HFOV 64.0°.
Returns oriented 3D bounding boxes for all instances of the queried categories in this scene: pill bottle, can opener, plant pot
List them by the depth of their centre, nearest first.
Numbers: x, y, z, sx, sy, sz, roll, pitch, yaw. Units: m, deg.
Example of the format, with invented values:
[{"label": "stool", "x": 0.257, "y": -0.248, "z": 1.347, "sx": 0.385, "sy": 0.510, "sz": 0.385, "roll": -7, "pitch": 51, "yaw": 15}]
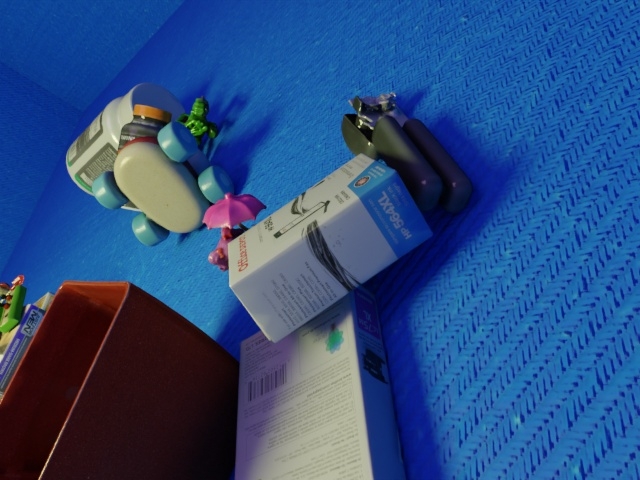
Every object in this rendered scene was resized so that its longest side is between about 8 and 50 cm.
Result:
[{"label": "plant pot", "x": -0.239, "y": 0.221, "z": 0.642, "sx": 0.267, "sy": 0.235, "sz": 0.268, "roll": -5, "pitch": 59, "yaw": 49}, {"label": "can opener", "x": 0.101, "y": -0.115, "z": 0.652, "sx": 0.280, "sy": 0.074, "sz": 0.093, "roll": -114, "pitch": 29, "yaw": -53}, {"label": "pill bottle", "x": -0.420, "y": -0.195, "z": 1.228, "sx": 0.130, "sy": 0.130, "sz": 0.246, "roll": 15, "pitch": 95, "yaw": 54}, {"label": "pill bottle", "x": -0.544, "y": -0.275, "z": 1.440, "sx": 0.360, "sy": 0.204, "sz": 0.204, "roll": -24, "pitch": 46, "yaw": 38}]

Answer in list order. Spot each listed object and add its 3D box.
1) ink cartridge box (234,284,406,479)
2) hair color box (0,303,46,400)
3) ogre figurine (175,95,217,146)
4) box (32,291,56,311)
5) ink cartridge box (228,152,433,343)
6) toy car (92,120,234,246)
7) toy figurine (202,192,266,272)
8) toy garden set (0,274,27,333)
[{"label": "ink cartridge box", "x": -0.009, "y": 0.208, "z": 0.522, "sx": 0.185, "sy": 0.065, "sz": 0.311, "roll": -35, "pitch": 38, "yaw": 28}, {"label": "hair color box", "x": -0.725, "y": 0.264, "z": 1.146, "sx": 0.338, "sy": 0.110, "sz": 0.185, "roll": -13, "pitch": 51, "yaw": 33}, {"label": "ogre figurine", "x": -0.297, "y": -0.259, "z": 1.210, "sx": 0.118, "sy": 0.096, "sz": 0.197, "roll": -92, "pitch": 3, "yaw": -47}, {"label": "box", "x": -0.701, "y": 0.253, "z": 1.305, "sx": 0.114, "sy": 0.103, "sz": 0.203, "roll": -27, "pitch": 44, "yaw": 35}, {"label": "ink cartridge box", "x": 0.000, "y": 0.000, "z": 0.575, "sx": 0.203, "sy": 0.086, "sz": 0.148, "roll": -34, "pitch": 20, "yaw": 1}, {"label": "toy car", "x": -0.307, "y": -0.150, "z": 1.071, "sx": 0.219, "sy": 0.210, "sz": 0.238, "roll": -30, "pitch": 29, "yaw": 18}, {"label": "toy figurine", "x": -0.091, "y": 0.011, "z": 0.693, "sx": 0.130, "sy": 0.159, "sz": 0.173, "roll": 11, "pitch": 72, "yaw": 54}, {"label": "toy garden set", "x": -0.744, "y": 0.170, "z": 1.118, "sx": 0.244, "sy": 0.049, "sz": 0.204, "roll": -40, "pitch": 38, "yaw": 9}]
